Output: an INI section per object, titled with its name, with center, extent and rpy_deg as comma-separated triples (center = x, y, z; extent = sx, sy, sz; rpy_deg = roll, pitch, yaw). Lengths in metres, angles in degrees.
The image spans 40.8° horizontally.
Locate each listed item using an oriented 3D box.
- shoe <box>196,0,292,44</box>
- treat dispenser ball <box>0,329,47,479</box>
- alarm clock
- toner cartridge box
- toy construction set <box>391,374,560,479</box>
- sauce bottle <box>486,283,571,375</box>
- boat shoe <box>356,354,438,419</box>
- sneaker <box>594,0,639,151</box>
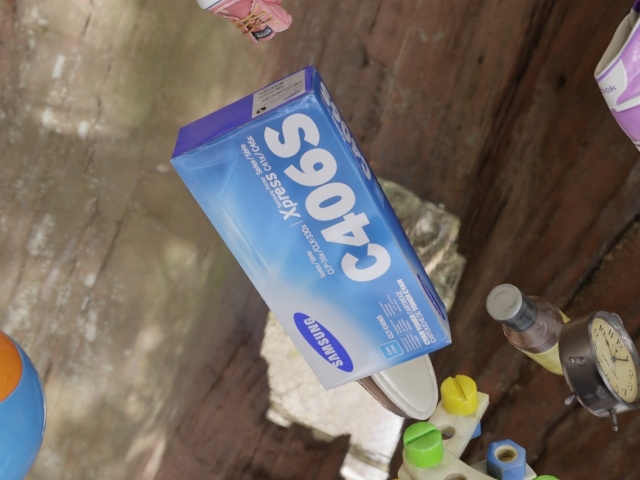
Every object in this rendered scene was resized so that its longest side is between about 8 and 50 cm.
[shoe]
center = -0.082, -0.272, 1.015
extent = 0.081, 0.064, 0.178
rpy_deg = 62, 23, -14
[treat dispenser ball]
center = -0.524, 0.243, 1.177
extent = 0.288, 0.288, 0.288
rpy_deg = 22, 90, -81
[alarm clock]
center = 0.363, 0.149, 1.105
extent = 0.064, 0.129, 0.192
rpy_deg = -29, -173, 40
[toner cartridge box]
center = 0.000, 0.000, 0.942
extent = 0.347, 0.165, 0.075
rpy_deg = 58, 18, -29
[toy construction set]
center = 0.055, 0.255, 0.609
extent = 0.328, 0.215, 0.151
rpy_deg = -39, 132, -13
[sauce bottle]
center = 0.419, 0.169, 1.652
extent = 0.344, 0.111, 0.111
rpy_deg = 35, 74, -47
[boat shoe]
center = 0.042, 0.125, 1.218
extent = 0.097, 0.324, 0.116
rpy_deg = -30, -168, 42
[sneaker]
center = 0.451, -0.241, 0.991
extent = 0.282, 0.161, 0.102
rpy_deg = -37, -172, 5
